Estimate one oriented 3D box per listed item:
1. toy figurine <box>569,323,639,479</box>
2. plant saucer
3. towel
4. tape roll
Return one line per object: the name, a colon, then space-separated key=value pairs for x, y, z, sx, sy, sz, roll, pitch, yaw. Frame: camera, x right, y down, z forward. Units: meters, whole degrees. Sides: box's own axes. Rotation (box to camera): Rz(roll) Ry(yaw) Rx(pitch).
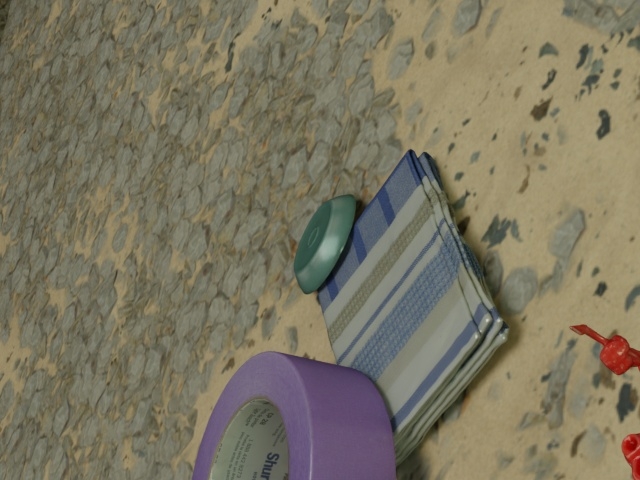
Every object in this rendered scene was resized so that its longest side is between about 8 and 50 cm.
toy figurine: x=0.317 y=0.131 z=0.749 sx=0.217 sy=0.191 sz=0.363 roll=-43 pitch=33 yaw=24
plant saucer: x=0.000 y=0.000 z=1.463 sx=0.119 sy=0.021 sz=0.119 roll=-56 pitch=17 yaw=27
towel: x=0.080 y=0.063 z=1.317 sx=0.209 sy=0.034 sz=0.285 roll=-54 pitch=31 yaw=27
tape roll: x=-0.035 y=0.248 z=1.290 sx=0.275 sy=0.090 sz=0.275 roll=-41 pitch=42 yaw=52
